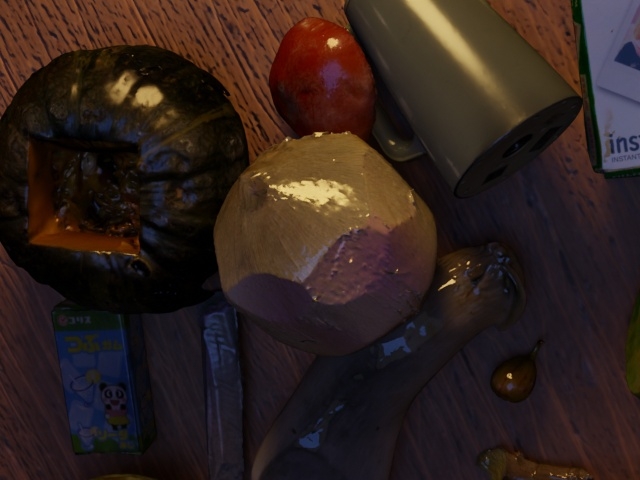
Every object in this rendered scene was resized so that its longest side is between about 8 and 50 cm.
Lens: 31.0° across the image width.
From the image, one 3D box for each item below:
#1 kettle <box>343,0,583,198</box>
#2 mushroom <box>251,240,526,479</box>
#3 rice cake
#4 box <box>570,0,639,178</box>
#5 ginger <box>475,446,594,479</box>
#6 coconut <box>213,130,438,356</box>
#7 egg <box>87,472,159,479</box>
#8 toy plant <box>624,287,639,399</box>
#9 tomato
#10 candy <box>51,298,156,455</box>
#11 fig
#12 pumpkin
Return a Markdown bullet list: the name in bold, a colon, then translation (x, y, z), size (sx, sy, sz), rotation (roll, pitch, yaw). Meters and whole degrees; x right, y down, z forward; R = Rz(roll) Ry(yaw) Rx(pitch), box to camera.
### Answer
- **kettle**: translation (0.124, -0.170, 1.221), size (0.243, 0.160, 0.210), rotation (54, 138, 17)
- **mushroom**: translation (0.080, 0.154, 1.320), size (0.177, 0.126, 0.397), rotation (29, 107, -5)
- **rice cake**: translation (-0.120, 0.193, 1.416), size (0.055, 0.049, 0.269), rotation (-5, 103, -8)
- **box**: translation (0.354, -0.193, 1.183), size (0.180, 0.103, 0.250), rotation (-8, 100, 16)
- **ginger**: translation (0.248, 0.279, 1.349), size (0.137, 0.044, 0.057), rotation (11, 87, 10)
- **coconut**: translation (0.001, -0.002, 1.196), size (0.227, 0.227, 0.230), rotation (-27, 138, 18)
- **egg**: translation (-0.237, 0.422, 1.402), size (0.238, 0.238, 0.289), rotation (-1, 123, 14)
- **toy plant**: translation (0.491, 0.121, 1.194), size (0.316, 0.184, 0.224), rotation (12, 87, 1)
- **tomato**: translation (-0.008, -0.163, 1.249), size (0.156, 0.069, 0.155), rotation (38, 142, 38)
- **candy**: translation (-0.268, 0.168, 1.440), size (0.097, 0.062, 0.194), rotation (-2, 102, 15)
- **fig**: translation (0.231, 0.148, 1.322), size (0.050, 0.050, 0.083), rotation (36, 94, 4)
- **pumpkin**: translation (-0.230, -0.068, 1.308), size (0.321, 0.192, 0.320), rotation (4, 103, 17)
